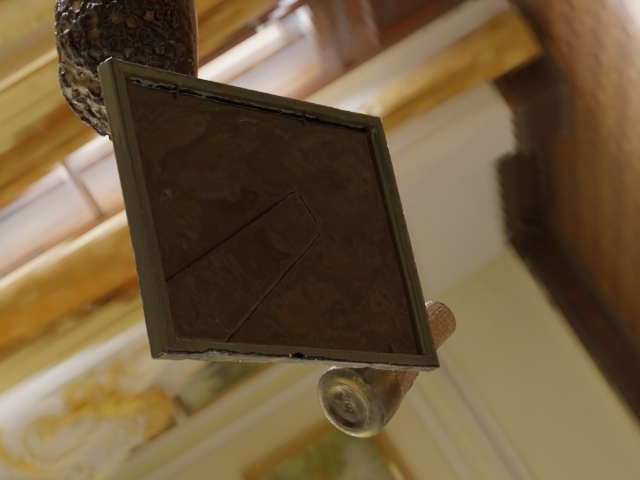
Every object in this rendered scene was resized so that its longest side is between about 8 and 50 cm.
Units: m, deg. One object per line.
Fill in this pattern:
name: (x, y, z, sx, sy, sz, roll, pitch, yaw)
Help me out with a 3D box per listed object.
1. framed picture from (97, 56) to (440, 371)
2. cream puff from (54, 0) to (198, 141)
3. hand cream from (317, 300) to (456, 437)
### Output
framed picture: (-0.034, -0.013, 1.457, 0.335, 0.022, 0.247, 7, -115, -48)
cream puff: (-0.228, -0.230, 2.047, 0.239, 0.165, 0.239, 176, 90, -81)
hand cream: (0.081, 0.124, 1.854, 0.084, 0.203, 0.084, 19, 128, 27)
